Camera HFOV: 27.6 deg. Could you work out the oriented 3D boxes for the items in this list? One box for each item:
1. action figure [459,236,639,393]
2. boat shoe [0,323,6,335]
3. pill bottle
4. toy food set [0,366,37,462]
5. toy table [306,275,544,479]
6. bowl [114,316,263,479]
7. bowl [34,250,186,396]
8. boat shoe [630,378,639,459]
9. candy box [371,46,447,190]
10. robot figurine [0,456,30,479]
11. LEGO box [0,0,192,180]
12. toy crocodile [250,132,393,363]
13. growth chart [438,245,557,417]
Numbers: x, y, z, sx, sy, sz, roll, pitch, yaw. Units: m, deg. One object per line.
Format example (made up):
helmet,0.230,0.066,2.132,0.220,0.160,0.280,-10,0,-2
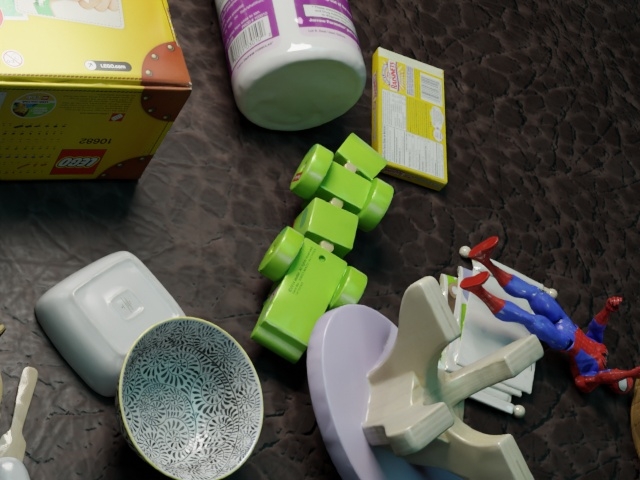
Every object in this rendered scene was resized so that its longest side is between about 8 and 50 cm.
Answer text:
action figure,0.318,0.099,1.613,0.280,0.139,0.091,41,48,-23
boat shoe,-0.369,0.113,1.221,0.060,0.064,0.178,47,42,4
pill bottle,-0.051,-0.305,1.674,0.169,0.169,0.301,4,57,-28
toy food set,-0.369,0.141,1.269,0.192,0.038,0.132,19,51,-18
toy table,0.117,0.180,1.395,0.274,0.161,0.252,56,45,-9
bowl,-0.150,0.170,1.339,0.170,0.080,0.170,15,64,-33
bowl,-0.214,0.081,1.392,0.142,0.053,0.142,-34,81,-40
boat shoe,0.457,0.258,1.637,0.096,0.098,0.277,17,61,-20
candy box,0.120,-0.167,1.773,0.105,0.027,0.206,16,52,-18
robot figurine,-0.269,0.356,1.071,0.300,0.200,0.353,13,49,-53
LEGO box,-0.434,-0.265,1.406,0.500,0.193,0.372,-2,60,-31
toy crocodile,0.000,0.000,1.550,0.115,0.105,0.340,28,54,-11
growth chart,0.209,0.110,1.639,0.172,0.021,0.237,30,49,-9
